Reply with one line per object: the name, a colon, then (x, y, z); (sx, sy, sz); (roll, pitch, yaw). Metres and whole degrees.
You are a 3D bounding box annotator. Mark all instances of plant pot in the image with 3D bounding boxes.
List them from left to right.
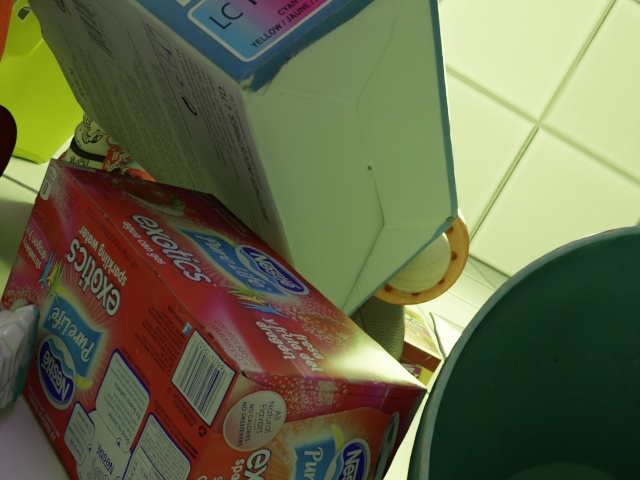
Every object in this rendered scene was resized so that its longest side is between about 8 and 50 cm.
plant pot: (0.170, 0.163, 0.541); (0.290, 0.290, 0.195); (31, -27, 5)

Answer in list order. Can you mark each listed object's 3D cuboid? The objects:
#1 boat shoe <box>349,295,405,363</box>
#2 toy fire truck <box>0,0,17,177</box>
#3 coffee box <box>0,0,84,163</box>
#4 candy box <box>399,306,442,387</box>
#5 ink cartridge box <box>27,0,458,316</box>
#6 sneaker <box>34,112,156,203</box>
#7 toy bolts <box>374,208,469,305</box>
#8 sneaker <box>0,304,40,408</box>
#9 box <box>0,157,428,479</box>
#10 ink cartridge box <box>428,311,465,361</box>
boat shoe: (0.000, 0.000, 1.053); (0.130, 0.132, 0.355); (63, 4, -58)
toy fire truck: (-0.311, -0.164, 0.745); (0.169, 0.253, 0.302); (32, 9, 9)
coffee box: (-0.360, -0.333, 1.031); (0.338, 0.337, 0.334); (18, 33, -56)
candy box: (0.066, 0.102, 1.147); (0.109, 0.053, 0.186); (28, 7, -7)
ink cartridge box: (-0.094, -0.156, 0.741); (0.395, 0.151, 0.270); (40, -20, 31)
sneaker: (-0.160, -0.039, 0.889); (0.090, 0.145, 0.270); (23, 11, -39)
toy bolts: (-0.015, -0.003, 0.846); (0.218, 0.228, 0.158); (51, 7, -5)
sneaker: (-0.196, 0.066, 0.503); (0.076, 0.065, 0.166); (13, 6, -2)
box: (-0.078, 0.065, 0.577); (0.123, 0.128, 0.257); (13, 17, -39)
ink cartridge box: (0.213, 0.206, 0.795); (0.354, 0.119, 0.207); (31, 9, -2)
